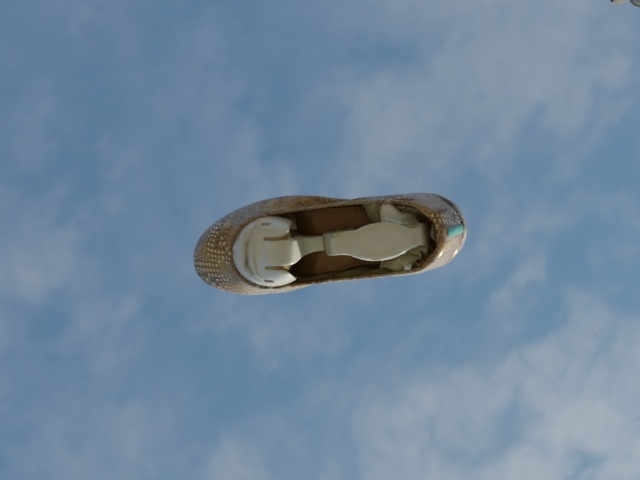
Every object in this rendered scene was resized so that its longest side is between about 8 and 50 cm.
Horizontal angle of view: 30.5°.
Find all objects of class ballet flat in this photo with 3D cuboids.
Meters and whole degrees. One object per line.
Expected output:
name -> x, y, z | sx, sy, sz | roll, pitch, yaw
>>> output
ballet flat -> 0.000, 0.000, 0.841 | 0.206, 0.067, 0.073 | -10, -87, 12

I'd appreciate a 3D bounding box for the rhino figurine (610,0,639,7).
rhino figurine -> 0.269, -0.266, 1.018 | 0.073, 0.243, 0.106 | -15, -101, 17
